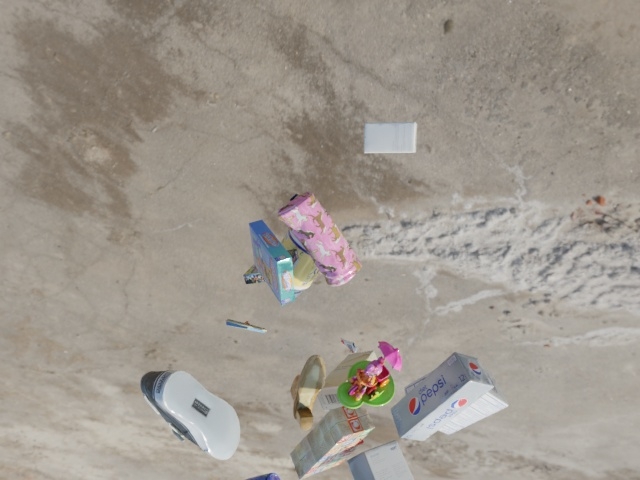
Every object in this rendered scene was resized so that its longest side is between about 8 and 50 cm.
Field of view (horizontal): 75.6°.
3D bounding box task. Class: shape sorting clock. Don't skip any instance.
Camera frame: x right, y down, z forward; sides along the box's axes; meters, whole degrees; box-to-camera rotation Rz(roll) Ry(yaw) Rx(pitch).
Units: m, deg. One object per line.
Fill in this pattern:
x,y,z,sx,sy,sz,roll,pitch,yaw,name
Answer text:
-0.356,0.406,1.981,0.206,0.041,0.206,10,165,3,shape sorting clock

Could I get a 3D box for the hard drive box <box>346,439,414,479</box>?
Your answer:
0.214,0.788,1.320,0.181,0.232,0.089,9,136,-42,hard drive box

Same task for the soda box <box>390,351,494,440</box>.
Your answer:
0.321,0.430,1.122,0.098,0.091,0.286,20,121,-27,soda box

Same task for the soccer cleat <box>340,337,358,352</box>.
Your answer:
0.117,0.417,1.666,0.036,0.083,0.029,-54,153,7,soccer cleat

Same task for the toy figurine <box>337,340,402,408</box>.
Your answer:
0.132,0.321,1.021,0.173,0.130,0.159,-16,140,-33,toy figurine

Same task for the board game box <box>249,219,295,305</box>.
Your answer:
-0.141,0.060,1.188,0.047,0.210,0.160,-18,130,-22,board game box

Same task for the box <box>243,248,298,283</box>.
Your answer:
-0.201,0.106,1.719,0.159,0.233,0.044,-7,108,17,box

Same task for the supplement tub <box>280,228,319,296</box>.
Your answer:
-0.106,0.092,2.007,0.240,0.241,0.331,23,118,-19,supplement tub

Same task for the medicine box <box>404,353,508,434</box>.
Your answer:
0.528,0.612,1.619,0.289,0.149,0.263,-38,129,21,medicine box

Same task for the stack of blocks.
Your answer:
0.047,0.632,1.311,0.171,0.087,0.297,2,133,-37,stack of blocks

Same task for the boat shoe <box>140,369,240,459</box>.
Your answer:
-0.297,0.401,0.948,0.104,0.113,0.306,-5,135,31,boat shoe

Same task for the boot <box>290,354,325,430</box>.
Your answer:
-0.064,0.559,1.612,0.104,0.211,0.296,9,93,-16,boot

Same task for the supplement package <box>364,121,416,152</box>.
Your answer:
0.252,-0.368,1.484,0.179,0.105,0.105,4,103,16,supplement package

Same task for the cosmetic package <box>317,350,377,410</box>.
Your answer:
0.131,0.622,1.846,0.160,0.309,0.113,-22,93,35,cosmetic package

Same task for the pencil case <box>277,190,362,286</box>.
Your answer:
0.000,0.000,1.584,0.160,0.167,0.386,-40,107,-11,pencil case

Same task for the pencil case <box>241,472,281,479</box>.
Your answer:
-0.289,0.929,1.497,0.305,0.119,0.133,-20,106,16,pencil case
